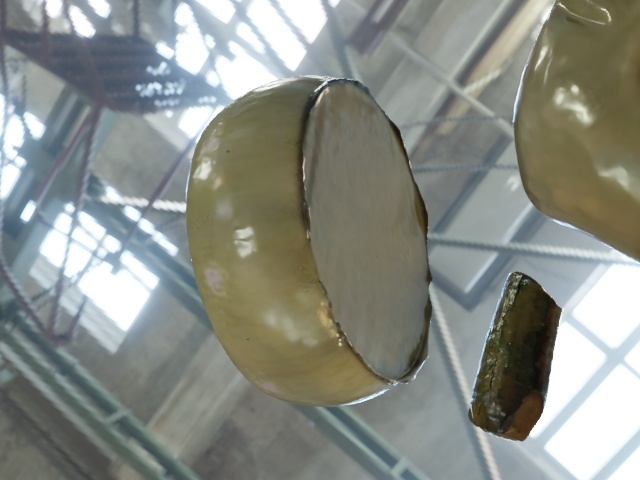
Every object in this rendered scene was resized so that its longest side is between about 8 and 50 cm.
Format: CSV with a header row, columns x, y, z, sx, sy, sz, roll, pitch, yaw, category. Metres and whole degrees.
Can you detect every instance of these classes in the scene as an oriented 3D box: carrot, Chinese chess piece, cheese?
x,y,z,sx,sy,sz,roll,pitch,yaw,category
0.211,0.125,1.209,0.082,0.173,0.082,18,174,2,carrot
0.000,0.000,0.880,0.257,0.104,0.257,41,-137,-53,Chinese chess piece
0.195,-0.086,0.561,0.117,0.217,0.235,26,-141,34,cheese
